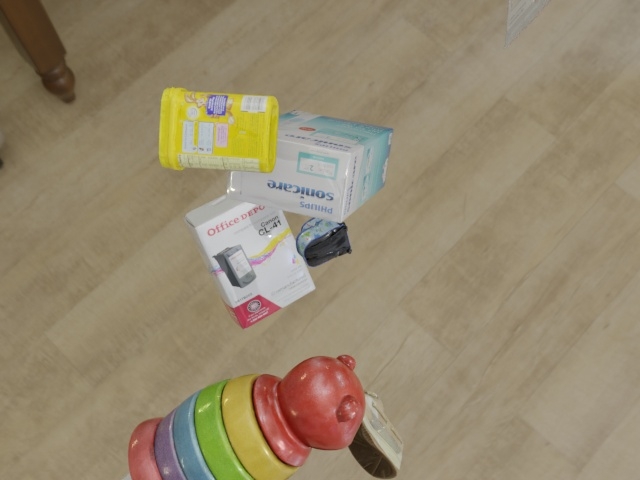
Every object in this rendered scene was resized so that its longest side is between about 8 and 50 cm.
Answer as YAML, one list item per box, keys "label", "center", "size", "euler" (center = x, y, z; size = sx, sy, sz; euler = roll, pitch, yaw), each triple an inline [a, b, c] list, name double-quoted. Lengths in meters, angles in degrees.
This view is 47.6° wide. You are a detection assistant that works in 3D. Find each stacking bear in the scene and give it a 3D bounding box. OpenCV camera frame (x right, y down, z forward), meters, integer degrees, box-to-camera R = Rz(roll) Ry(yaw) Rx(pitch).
- label: "stacking bear"
  center: [-0.075, 0.239, 0.900]
  size: [0.289, 0.175, 0.164]
  euler: [-28, 111, 13]

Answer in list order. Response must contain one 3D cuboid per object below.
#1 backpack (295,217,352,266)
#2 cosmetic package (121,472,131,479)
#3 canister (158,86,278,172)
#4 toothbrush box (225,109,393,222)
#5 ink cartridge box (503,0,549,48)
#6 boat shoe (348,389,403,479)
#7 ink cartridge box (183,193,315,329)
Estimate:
- label: "backpack"
  center: [0.000, 0.000, 1.646]
  size: [0.114, 0.105, 0.084]
  euler: [-29, 48, -13]
- label: "cosmetic package"
  center: [-0.367, 0.601, 1.273]
  size: [0.097, 0.377, 0.284]
  euler: [39, 107, -23]
- label: "canister"
  center: [-0.155, -0.167, 1.119]
  size: [0.169, 0.073, 0.126]
  euler: [5, 96, 9]
- label: "toothbrush box"
  center: [-0.011, -0.144, 1.322]
  size: [0.216, 0.295, 0.126]
  euler: [13, 111, 17]
- label: "ink cartridge box"
  center: [0.241, -0.310, 0.673]
  size: [0.056, 0.181, 0.225]
  euler: [12, 70, -11]
- label: "boat shoe"
  center: [0.080, 0.364, 1.513]
  size: [0.302, 0.109, 0.098]
  euler: [55, 40, -20]
- label: "ink cartridge box"
  center: [-0.177, 0.034, 1.842]
  size: [0.226, 0.131, 0.306]
  euler: [-29, 115, -14]
